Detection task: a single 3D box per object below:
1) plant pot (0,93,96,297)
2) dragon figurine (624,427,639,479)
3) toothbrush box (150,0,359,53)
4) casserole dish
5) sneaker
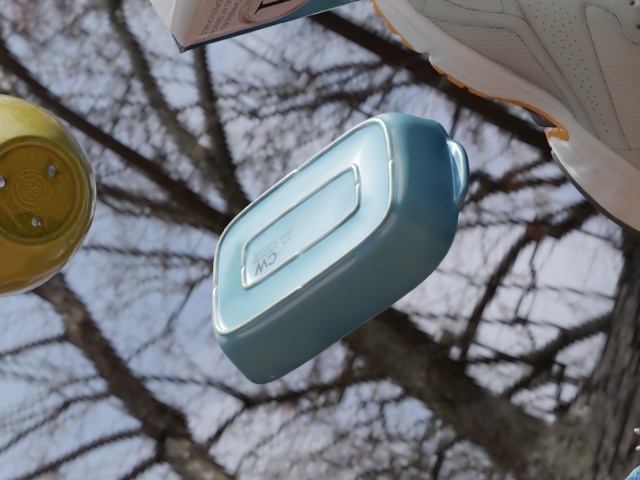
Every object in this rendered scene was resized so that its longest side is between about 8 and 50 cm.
[{"bbox_3d":[-0.194,-0.028,0.987,0.134,0.134,0.095,43,-18,-21],"label":"plant pot"},{"bbox_3d":[0.258,0.170,0.949,0.289,0.144,0.085,2,-66,12],"label":"dragon figurine"},{"bbox_3d":[0.074,-0.206,0.548,0.126,0.295,0.216,58,-33,16],"label":"toothbrush box"},{"bbox_3d":[0.000,0.000,0.852,0.037,0.114,0.188,30,-50,-32],"label":"casserole dish"},{"bbox_3d":[0.142,-0.128,0.910,0.262,0.099,0.121,40,-58,3],"label":"sneaker"}]
